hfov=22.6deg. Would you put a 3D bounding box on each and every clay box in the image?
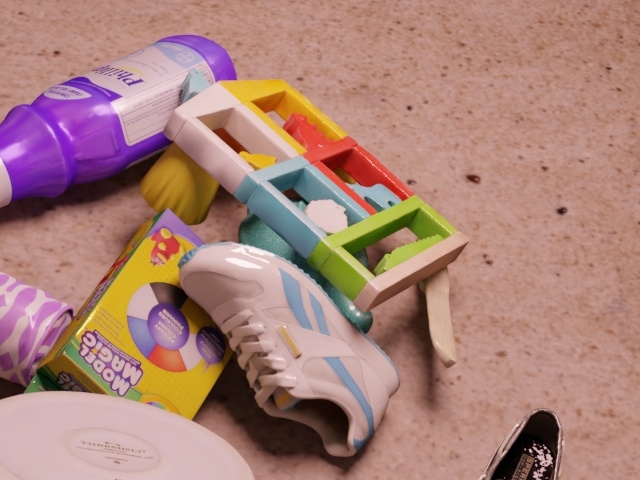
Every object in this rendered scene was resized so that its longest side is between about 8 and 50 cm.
[{"bbox_3d":[-0.148,0.091,1.371,0.127,0.053,0.222,44,45,-15],"label":"clay box"}]

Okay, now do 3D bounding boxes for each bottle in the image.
[{"bbox_3d":[-0.213,-0.111,1.527,0.283,0.092,0.118,-29,29,-33],"label":"bottle"}]

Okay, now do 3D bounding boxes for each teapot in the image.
[{"bbox_3d":[-0.167,0.238,1.188,0.256,0.187,0.252,21,17,26],"label":"teapot"}]

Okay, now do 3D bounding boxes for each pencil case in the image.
[{"bbox_3d":[-0.312,0.051,1.378,0.206,0.086,0.088,28,22,8],"label":"pencil case"}]

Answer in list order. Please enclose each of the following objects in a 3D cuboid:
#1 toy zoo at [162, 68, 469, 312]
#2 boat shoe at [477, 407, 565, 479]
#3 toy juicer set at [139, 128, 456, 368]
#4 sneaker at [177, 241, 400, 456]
[{"bbox_3d":[-0.017,-0.063,1.471,0.293,0.030,0.192,42,29,14],"label":"toy zoo"},{"bbox_3d":[0.155,0.232,1.350,0.078,0.070,0.219,21,47,4],"label":"boat shoe"},{"bbox_3d":[0.000,0.000,1.520,0.329,0.089,0.209,35,28,3],"label":"toy juicer set"},{"bbox_3d":[-0.032,0.090,1.372,0.229,0.087,0.092,40,50,-13],"label":"sneaker"}]
